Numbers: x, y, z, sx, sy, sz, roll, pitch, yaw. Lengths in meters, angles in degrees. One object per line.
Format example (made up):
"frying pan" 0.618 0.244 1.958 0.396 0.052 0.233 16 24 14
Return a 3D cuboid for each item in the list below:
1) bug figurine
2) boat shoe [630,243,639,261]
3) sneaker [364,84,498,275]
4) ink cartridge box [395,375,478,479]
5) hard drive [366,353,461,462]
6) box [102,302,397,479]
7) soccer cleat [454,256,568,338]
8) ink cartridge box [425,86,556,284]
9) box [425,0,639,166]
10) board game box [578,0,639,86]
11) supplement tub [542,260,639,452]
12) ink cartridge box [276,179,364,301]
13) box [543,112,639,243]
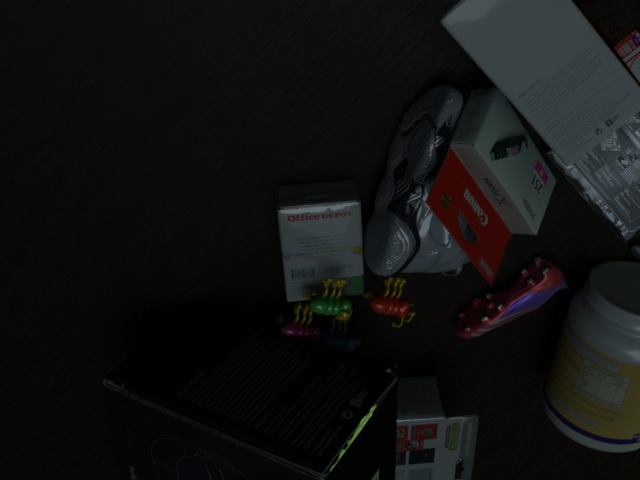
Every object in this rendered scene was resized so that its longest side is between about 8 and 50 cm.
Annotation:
"bug figurine" 0.041 0.154 1.711 0.216 0.072 0.279 10 148 -30
"boat shoe" 0.667 0.033 1.797 0.100 0.035 0.035 40 84 -21
"sneaker" 0.226 -0.095 1.622 0.210 0.137 0.366 9 110 -26
"ink cartridge box" 0.177 0.446 1.876 0.271 0.130 0.309 -1 123 -4
"hard drive" 0.144 0.426 1.976 0.237 0.064 0.339 -32 120 15
"box" -0.122 0.445 1.709 0.471 0.297 0.480 16 126 25
"soccer cleat" 0.388 0.133 1.807 0.248 0.083 0.095 -39 122 15
"ink cartridge box" 0.306 -0.089 1.551 0.060 0.239 0.275 3 149 41
"box" 0.339 -0.324 1.436 0.168 0.215 0.345 -40 117 18
"board game box" 0.506 -0.315 1.467 0.045 0.193 0.147 -38 117 17
"supplement tub" 0.599 0.232 1.790 0.241 0.241 0.331 3 122 -7
"ink cartridge box" 0.000 0.000 1.679 0.154 0.093 0.212 -6 124 -2
"box" 0.552 -0.138 1.620 0.183 0.056 0.231 -41 96 18
